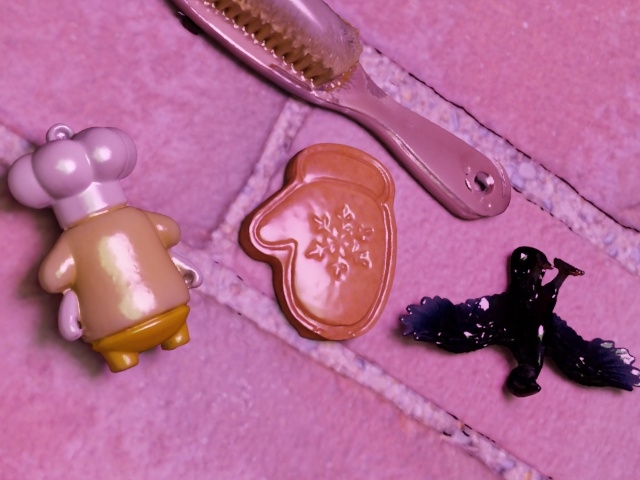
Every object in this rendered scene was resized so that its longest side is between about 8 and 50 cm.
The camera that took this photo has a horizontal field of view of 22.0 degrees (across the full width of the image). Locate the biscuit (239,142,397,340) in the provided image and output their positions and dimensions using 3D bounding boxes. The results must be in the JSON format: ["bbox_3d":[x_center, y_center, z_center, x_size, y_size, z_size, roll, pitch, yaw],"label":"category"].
[{"bbox_3d":[0.001,0.000,1.147,0.118,0.023,0.140,4,78,-27],"label":"biscuit"}]

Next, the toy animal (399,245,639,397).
[{"bbox_3d":[0.153,0.060,1.201,0.220,0.062,0.108,11,93,-26],"label":"toy animal"}]

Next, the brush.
[{"bbox_3d":[0.026,-0.114,1.162,0.313,0.067,0.072,38,64,-18],"label":"brush"}]

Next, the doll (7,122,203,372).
[{"bbox_3d":[-0.138,0.000,1.054,0.106,0.062,0.162,-22,91,-33],"label":"doll"}]
